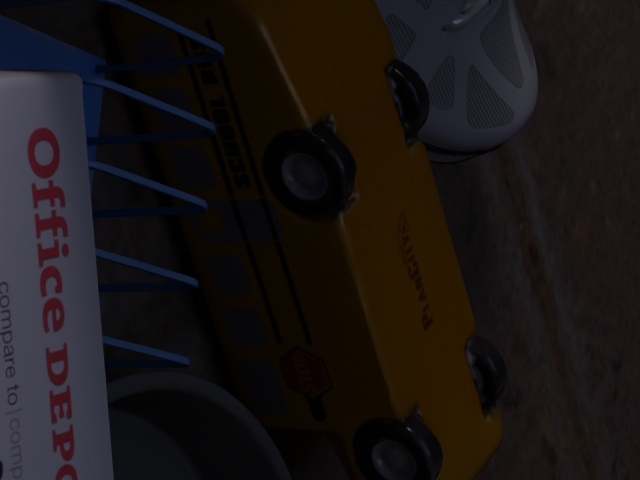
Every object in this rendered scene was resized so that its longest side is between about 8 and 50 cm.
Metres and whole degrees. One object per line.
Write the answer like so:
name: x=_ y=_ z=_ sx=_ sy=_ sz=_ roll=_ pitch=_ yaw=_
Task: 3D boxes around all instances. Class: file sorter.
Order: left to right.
file sorter: x=-0.121 y=-0.025 z=0.930 sx=0.118 sy=0.104 sz=0.170 roll=20 pitch=73 yaw=-54

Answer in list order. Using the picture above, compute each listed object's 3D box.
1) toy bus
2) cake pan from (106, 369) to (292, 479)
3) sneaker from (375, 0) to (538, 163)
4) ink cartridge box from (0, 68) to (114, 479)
toy bus: x=0.000 y=0.000 z=1.085 sx=0.108 sy=0.130 sz=0.332 roll=-45 pitch=125 yaw=-48
cake pan: x=-0.103 y=0.213 z=0.991 sx=0.293 sy=0.054 sz=0.293 roll=4 pitch=85 yaw=-56
sneaker: x=0.082 y=-0.193 z=1.102 sx=0.447 sy=0.257 sz=0.169 roll=48 pitch=51 yaw=-45
ink cartridge box: x=-0.228 y=0.053 z=0.721 sx=0.306 sy=0.131 sz=0.226 roll=-13 pitch=102 yaw=-51
